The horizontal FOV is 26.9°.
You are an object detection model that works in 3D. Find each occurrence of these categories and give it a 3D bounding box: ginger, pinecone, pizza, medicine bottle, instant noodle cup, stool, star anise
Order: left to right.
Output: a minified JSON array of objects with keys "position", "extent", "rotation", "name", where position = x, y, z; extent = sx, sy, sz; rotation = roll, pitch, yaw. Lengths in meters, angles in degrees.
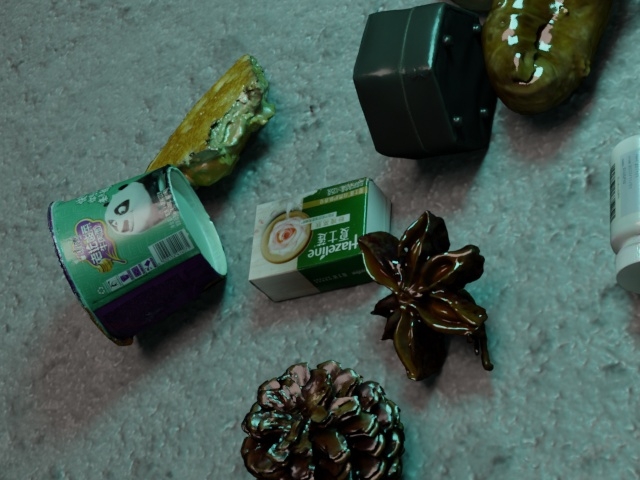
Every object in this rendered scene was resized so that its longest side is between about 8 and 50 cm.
[{"position":[-0.266,0.010,2.024],"extent":[0.190,0.251,0.251],"rotation":[-26,48,7],"name":"instant noodle cup"},{"position":[-0.163,-0.175,2.156],"extent":[0.323,0.089,0.223],"rotation":[-54,25,-17],"name":"pizza"},{"position":[-0.001,0.248,1.692],"extent":[0.221,0.221,0.221],"rotation":[-18,52,24],"name":"pinecone"},{"position":[0.140,0.074,1.778],"extent":[0.190,0.126,0.220],"rotation":[-10,83,29],"name":"star anise"},{"position":[0.155,-0.225,1.904],"extent":[0.141,0.232,0.232],"rotation":[-6,57,29],"name":"stool"},{"position":[0.324,-0.327,1.880],"extent":[0.165,0.172,0.321],"rotation":[20,85,0],"name":"ginger"},{"position":[0.413,-0.033,1.670],"extent":[0.103,0.103,0.187],"rotation":[-12,54,28],"name":"medicine bottle"}]

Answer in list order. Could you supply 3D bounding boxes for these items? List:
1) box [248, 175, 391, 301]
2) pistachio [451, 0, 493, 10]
[{"position":[0.000,0.000,1.949],"extent":[0.199,0.081,0.135],"rotation":[-16,53,28],"name":"box"},{"position":[0.243,-0.411,2.038],"extent":[0.185,0.108,0.126],"rotation":[34,120,30],"name":"pistachio"}]
